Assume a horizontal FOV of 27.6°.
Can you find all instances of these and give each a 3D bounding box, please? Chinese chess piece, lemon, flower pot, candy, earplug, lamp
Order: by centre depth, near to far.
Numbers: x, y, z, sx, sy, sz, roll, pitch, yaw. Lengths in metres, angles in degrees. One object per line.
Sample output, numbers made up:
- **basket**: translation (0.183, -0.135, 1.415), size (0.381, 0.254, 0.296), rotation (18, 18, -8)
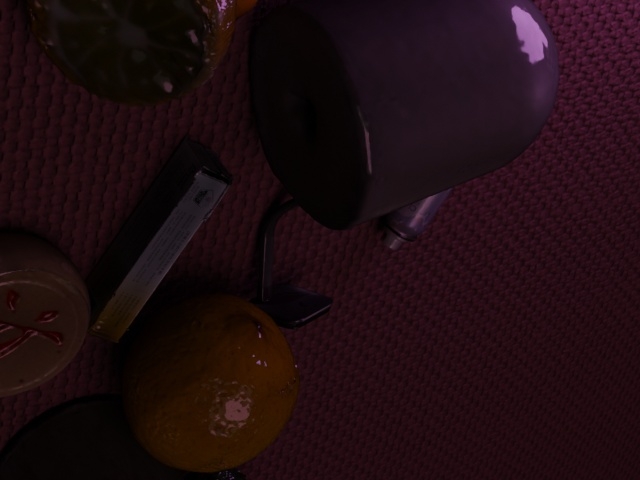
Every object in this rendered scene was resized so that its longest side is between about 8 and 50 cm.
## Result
- **candy**: translation (-0.226, -0.282, 1.561), size (0.260, 0.118, 0.259), rotation (7, 133, 8)
- **Chinese chess piece**: translation (-0.447, 0.105, 1.820), size (0.250, 0.103, 0.249), rotation (-19, 134, -21)
- **earplug**: translation (0.137, -0.216, 1.833), size (0.394, 0.312, 0.312), rotation (-20, 135, -26)
- **lemon**: translation (-0.170, 0.220, 2.003), size (0.293, 0.293, 0.293), rotation (-21, 135, -22)
- **flower pot**: translation (-0.326, 0.454, 2.046), size (0.294, 0.330, 0.293), rotation (-20, 133, -23)
- **lamp**: translation (-0.005, -0.005, 2.077), size (0.203, 0.124, 0.283), rotation (-23, 137, -50)

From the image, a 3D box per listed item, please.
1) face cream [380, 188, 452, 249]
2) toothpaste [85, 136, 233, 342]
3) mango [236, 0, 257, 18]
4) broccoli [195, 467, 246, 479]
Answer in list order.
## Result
- **face cream**: translation (0.174, -0.085, 2.146), size (0.075, 0.075, 0.229), rotation (14, 115, -44)
- **toothpaste**: translation (-0.248, 0.001, 1.891), size (0.071, 0.089, 0.313), rotation (24, 110, -39)
- **mango**: translation (-0.156, -0.362, 1.621), size (0.145, 0.112, 0.219), rotation (-47, 138, -3)
- **broccoli**: translation (-0.210, 0.547, 2.285), size (0.284, 0.321, 0.303), rotation (6, 144, 5)
